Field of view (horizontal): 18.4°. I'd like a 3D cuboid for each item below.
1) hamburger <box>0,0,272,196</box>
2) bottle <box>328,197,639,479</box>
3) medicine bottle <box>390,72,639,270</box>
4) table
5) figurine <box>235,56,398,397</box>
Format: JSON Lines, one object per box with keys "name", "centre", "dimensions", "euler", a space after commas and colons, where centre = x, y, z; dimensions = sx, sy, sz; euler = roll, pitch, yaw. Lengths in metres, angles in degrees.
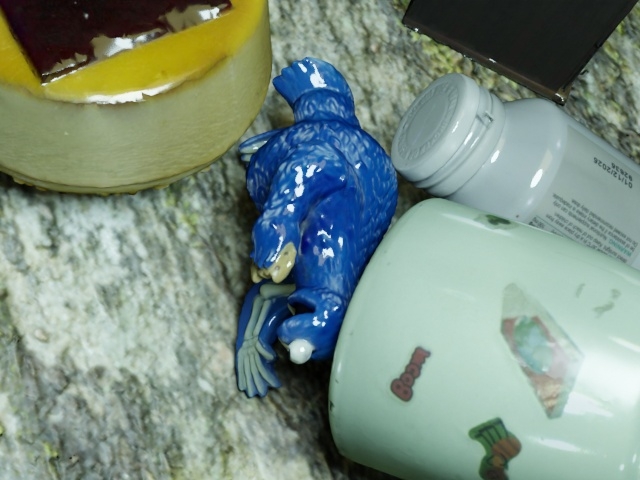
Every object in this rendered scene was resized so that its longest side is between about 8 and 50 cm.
{"name": "hamburger", "centre": [-0.176, -0.170, 1.516], "dimensions": [0.300, 0.176, 0.300], "euler": [6, 60, -10]}
{"name": "bottle", "centre": [0.206, 0.115, 1.414], "dimensions": [0.352, 0.229, 0.229], "euler": [17, 52, 20]}
{"name": "medicine bottle", "centre": [0.164, -0.040, 1.565], "dimensions": [0.215, 0.135, 0.135], "euler": [32, 53, -24]}
{"name": "table", "centre": [0.201, -0.260, 1.704], "dimensions": [0.172, 0.193, 0.169], "euler": [26, 55, -5]}
{"name": "figurine", "centre": [0.001, -0.009, 1.493], "dimensions": [0.121, 0.164, 0.262], "euler": [7, 59, -9]}
